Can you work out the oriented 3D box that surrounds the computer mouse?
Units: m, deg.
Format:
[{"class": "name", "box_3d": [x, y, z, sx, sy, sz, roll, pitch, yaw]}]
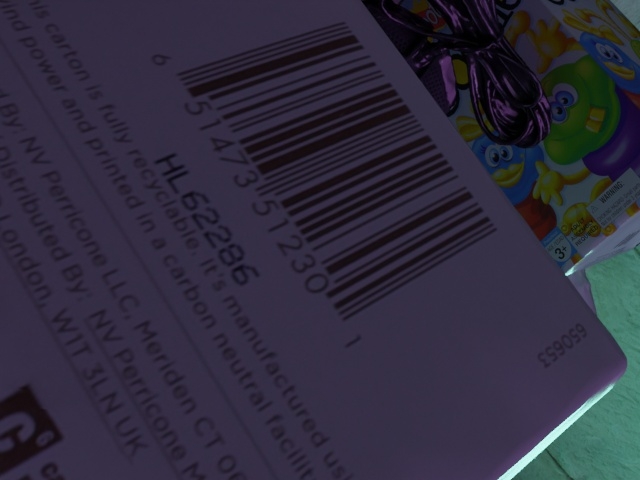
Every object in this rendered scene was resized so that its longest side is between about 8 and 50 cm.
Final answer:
[{"class": "computer mouse", "box_3d": [0.029, -0.120, 0.650, 0.272, 0.072, 0.188, -18, 131, 28]}]

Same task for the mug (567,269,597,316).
[{"class": "mug", "box_3d": [0.132, 0.026, 0.880, 0.276, 0.328, 0.374, -41, 160, 16]}]

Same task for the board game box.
[{"class": "board game box", "box_3d": [0.201, -0.129, 0.713, 0.144, 0.275, 0.142, -14, 151, -45]}]

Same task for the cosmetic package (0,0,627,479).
[{"class": "cosmetic package", "box_3d": [-0.120, 0.080, 0.501, 0.327, 0.329, 0.394, -28, 167, -34]}]
